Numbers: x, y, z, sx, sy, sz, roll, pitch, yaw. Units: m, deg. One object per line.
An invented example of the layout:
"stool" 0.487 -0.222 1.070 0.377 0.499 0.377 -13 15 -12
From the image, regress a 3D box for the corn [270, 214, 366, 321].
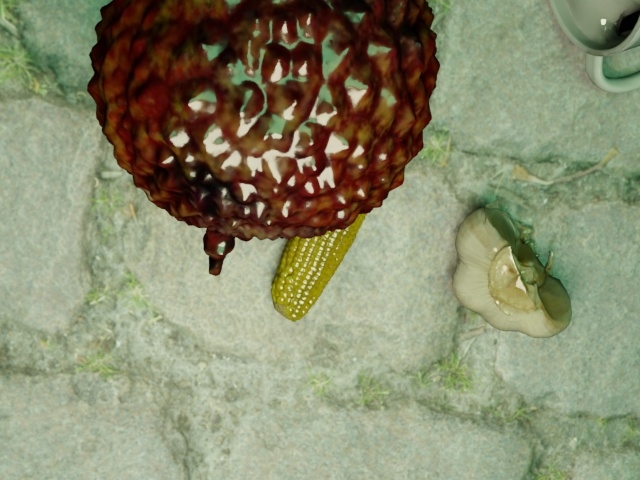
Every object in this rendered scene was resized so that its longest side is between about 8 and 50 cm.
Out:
"corn" 0.000 0.000 1.074 0.097 0.097 0.262 24 98 -13

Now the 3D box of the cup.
"cup" 0.513 -0.389 1.042 0.274 0.259 0.357 -18 132 -7

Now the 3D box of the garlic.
"garlic" 0.291 0.062 1.118 0.143 0.178 0.229 -42 85 30

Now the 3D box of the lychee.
"lychee" -0.072 -0.180 0.878 0.424 0.425 0.500 22 110 -12
